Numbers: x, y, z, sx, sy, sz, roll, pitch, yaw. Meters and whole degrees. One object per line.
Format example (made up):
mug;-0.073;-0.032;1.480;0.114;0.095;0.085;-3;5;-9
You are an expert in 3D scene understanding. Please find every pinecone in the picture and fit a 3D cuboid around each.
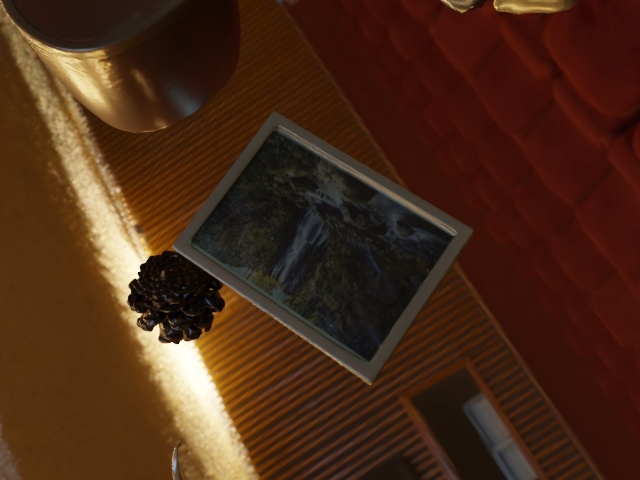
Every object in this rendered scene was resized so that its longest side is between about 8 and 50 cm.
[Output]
pinecone;-0.201;0.086;1.248;0.140;0.121;0.140;1;-134;-1

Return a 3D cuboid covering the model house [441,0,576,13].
model house;0.177;-0.255;0.484;0.298;0.284;0.243;13;-140;22

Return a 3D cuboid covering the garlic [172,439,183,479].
garlic;-0.162;0.408;1.146;0.128;0.148;0.267;4;-137;-25

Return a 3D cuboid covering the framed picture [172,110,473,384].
framed picture;0.000;0.000;1.138;0.324;0.240;0.020;34;169;16

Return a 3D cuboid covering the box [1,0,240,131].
box;-0.255;-0.303;1.208;0.216;0.300;0.301;75;170;-57
